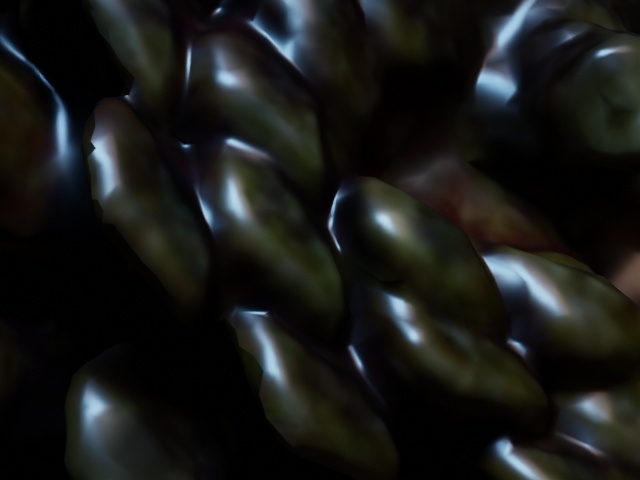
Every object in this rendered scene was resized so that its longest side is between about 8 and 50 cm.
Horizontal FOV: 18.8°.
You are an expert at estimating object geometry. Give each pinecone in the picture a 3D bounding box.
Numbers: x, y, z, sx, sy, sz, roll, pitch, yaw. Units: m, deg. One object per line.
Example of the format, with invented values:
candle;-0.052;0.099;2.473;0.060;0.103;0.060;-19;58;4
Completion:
pinecone;0.000;0.000;0.646;0.398;0.397;0.397;8;25;-4
